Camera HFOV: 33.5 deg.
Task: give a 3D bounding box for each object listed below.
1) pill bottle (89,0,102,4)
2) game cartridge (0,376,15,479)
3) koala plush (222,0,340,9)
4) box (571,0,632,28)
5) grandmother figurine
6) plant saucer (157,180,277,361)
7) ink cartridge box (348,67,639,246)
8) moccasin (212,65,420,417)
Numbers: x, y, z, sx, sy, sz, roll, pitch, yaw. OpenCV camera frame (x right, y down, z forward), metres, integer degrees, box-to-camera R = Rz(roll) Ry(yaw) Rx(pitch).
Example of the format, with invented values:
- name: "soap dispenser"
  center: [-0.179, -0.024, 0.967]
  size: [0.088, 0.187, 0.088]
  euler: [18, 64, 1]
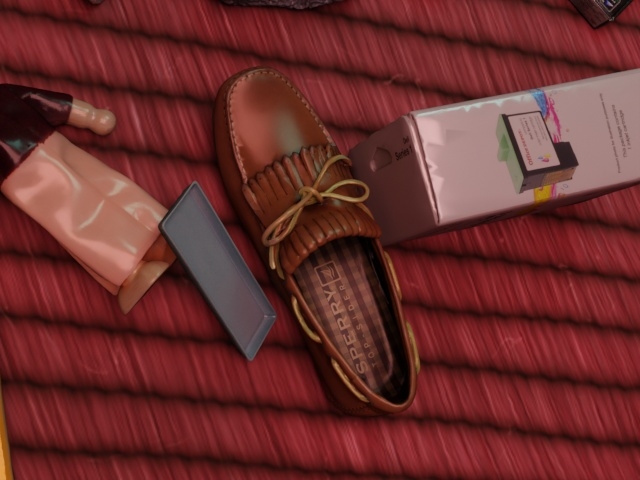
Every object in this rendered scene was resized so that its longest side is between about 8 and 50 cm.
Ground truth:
- name: "pill bottle"
  center: [-0.255, -0.305, 1.087]
  size: [0.120, 0.067, 0.067]
  euler: [41, 74, -8]
- name: "game cartridge"
  center: [-0.447, 0.128, 0.991]
  size: [0.285, 0.053, 0.323]
  euler: [-7, 83, -17]
- name: "koala plush"
  center: [0.003, -0.349, 1.086]
  size: [0.203, 0.221, 0.196]
  euler: [7, 81, -15]
- name: "box"
  center: [0.336, -0.384, 1.279]
  size: [0.184, 0.045, 0.190]
  euler: [-44, 97, -14]
- name: "grandmother figurine"
  center: [-0.287, -0.075, 1.036]
  size: [0.342, 0.104, 0.208]
  euler: [42, 38, -4]
- name: "plant saucer"
  center: [-0.102, 0.033, 1.060]
  size: [0.067, 0.018, 0.192]
  euler: [-60, 136, -38]
- name: "ink cartridge box"
  center: [0.195, -0.083, 1.118]
  size: [0.278, 0.201, 0.117]
  euler: [-12, 87, -17]
- name: "moccasin"
  center: [-0.003, 0.001, 1.079]
  size: [0.139, 0.147, 0.380]
  euler: [-17, 88, -17]
